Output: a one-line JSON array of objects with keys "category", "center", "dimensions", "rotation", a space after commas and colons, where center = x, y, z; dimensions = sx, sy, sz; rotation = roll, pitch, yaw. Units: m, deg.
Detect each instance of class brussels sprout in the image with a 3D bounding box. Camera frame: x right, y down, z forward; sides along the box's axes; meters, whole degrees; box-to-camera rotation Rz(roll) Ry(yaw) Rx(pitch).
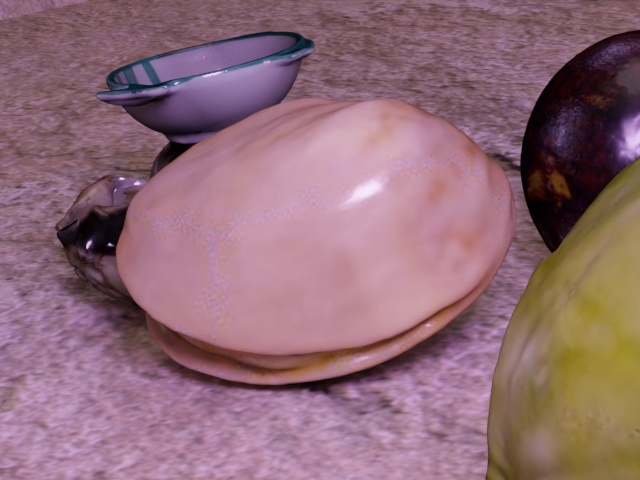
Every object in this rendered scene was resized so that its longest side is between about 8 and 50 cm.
[{"category": "brussels sprout", "center": [0.241, 0.082, 1.019], "dimensions": [0.344, 0.344, 0.268], "rotation": [-9, 58, -12]}]

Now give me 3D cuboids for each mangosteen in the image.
[{"category": "mangosteen", "center": [0.307, -0.055, 1.667], "dimensions": [0.231, 0.231, 0.289], "rotation": [-15, 24, -30]}]

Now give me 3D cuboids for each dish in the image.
[{"category": "dish", "center": [-0.112, -0.138, 1.892], "dimensions": [0.224, 0.078, 0.246], "rotation": [-2, 17, 31]}]

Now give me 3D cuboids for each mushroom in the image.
[{"category": "mushroom", "center": [-0.123, -0.023, 1.875], "dimensions": [0.247, 0.130, 0.344], "rotation": [-13, 14, 10]}]

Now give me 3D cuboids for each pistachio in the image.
[{"category": "pistachio", "center": [0.000, 0.000, 1.592], "dimensions": [0.321, 0.229, 0.238], "rotation": [-12, 50, 5]}]
